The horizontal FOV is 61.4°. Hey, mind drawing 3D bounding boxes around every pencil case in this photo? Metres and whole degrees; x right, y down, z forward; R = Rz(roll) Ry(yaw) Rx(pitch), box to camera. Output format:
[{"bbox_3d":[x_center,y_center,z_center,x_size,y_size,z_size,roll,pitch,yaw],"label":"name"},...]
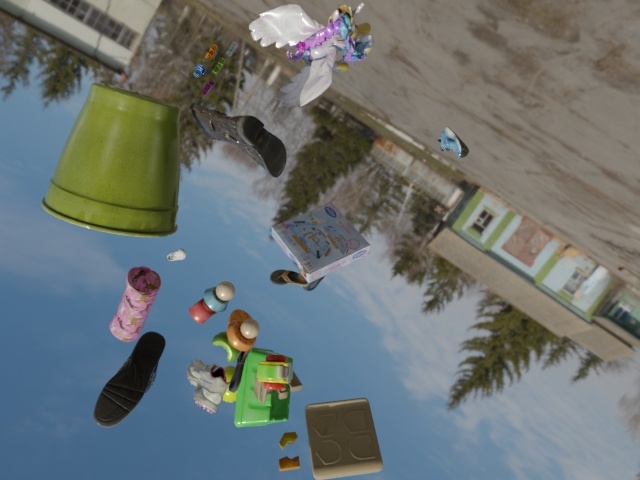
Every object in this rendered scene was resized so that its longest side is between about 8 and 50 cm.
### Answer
[{"bbox_3d":[-0.836,0.288,2.434,0.167,0.386,0.160,46,-141,16],"label":"pencil case"}]

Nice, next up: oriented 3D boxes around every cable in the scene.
[{"bbox_3d":[-0.333,0.527,2.380,0.072,0.139,0.287,29,-132,-35],"label":"cable"}]

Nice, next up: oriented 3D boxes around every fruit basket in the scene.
[{"bbox_3d":[-0.342,0.689,2.553,0.392,0.392,0.283,41,-172,33],"label":"fruit basket"}]

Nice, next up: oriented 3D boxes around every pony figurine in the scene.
[{"bbox_3d":[0.002,-0.598,1.663,0.303,0.350,0.363,65,-164,-2],"label":"pony figurine"}]

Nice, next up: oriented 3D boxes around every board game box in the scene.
[{"bbox_3d":[0.000,0.000,2.358,0.317,0.066,0.319,-24,-127,-22],"label":"board game box"}]

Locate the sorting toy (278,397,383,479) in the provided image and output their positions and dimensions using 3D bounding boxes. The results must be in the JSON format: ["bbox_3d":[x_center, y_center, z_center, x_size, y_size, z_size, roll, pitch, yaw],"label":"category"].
[{"bbox_3d":[0.020,0.612,1.655,0.307,0.041,0.229,-5,-131,-7],"label":"sorting toy"}]

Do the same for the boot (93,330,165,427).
[{"bbox_3d":[-0.728,0.557,2.069,0.138,0.284,0.378,26,-125,-6],"label":"boot"}]

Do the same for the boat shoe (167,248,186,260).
[{"bbox_3d":[-0.466,0.049,1.736,0.035,0.035,0.100,-23,-172,-37],"label":"boat shoe"}]

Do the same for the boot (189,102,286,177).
[{"bbox_3d":[-0.234,-0.295,1.555,0.228,0.091,0.263,19,159,36],"label":"boot"}]

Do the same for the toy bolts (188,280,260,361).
[{"bbox_3d":[-0.272,0.227,1.712,0.228,0.158,0.218,48,-152,-4],"label":"toy bolts"}]

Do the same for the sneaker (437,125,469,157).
[{"bbox_3d":[0.462,-0.330,1.890,0.063,0.073,0.162,30,-155,-33],"label":"sneaker"}]

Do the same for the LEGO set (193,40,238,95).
[{"bbox_3d":[-0.403,-0.670,2.037,0.087,0.227,0.093,35,-166,-13],"label":"LEGO set"}]

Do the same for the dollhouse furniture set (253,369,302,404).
[{"bbox_3d":[-0.180,0.622,2.259,0.151,0.123,0.144,-6,-149,-28],"label":"dollhouse furniture set"}]

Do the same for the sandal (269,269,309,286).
[{"bbox_3d":[-0.132,0.163,2.374,0.180,0.072,0.049,9,155,-4],"label":"sandal"}]

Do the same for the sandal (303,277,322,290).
[{"bbox_3d":[0.009,0.143,2.597,0.054,0.255,0.097,39,175,-37],"label":"sandal"}]

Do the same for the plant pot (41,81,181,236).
[{"bbox_3d":[-0.543,-0.236,1.497,0.366,0.353,0.366,15,-169,-3],"label":"plant pot"}]

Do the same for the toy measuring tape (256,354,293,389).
[{"bbox_3d":[-0.151,0.409,1.675,0.121,0.121,0.330,35,169,9],"label":"toy measuring tape"}]

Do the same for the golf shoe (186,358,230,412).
[{"bbox_3d":[-0.408,0.510,2.003,0.115,0.140,0.306,38,179,-30],"label":"golf shoe"}]
